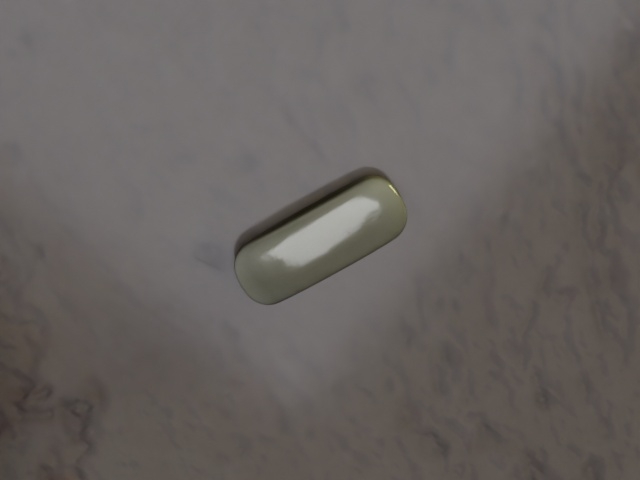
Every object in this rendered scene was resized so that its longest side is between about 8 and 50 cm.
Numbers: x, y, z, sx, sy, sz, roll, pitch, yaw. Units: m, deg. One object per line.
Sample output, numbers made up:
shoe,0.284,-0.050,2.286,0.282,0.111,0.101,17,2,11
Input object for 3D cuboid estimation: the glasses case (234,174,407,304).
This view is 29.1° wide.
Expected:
glasses case,0.000,0.000,0.561,0.083,0.021,0.032,-29,104,3
